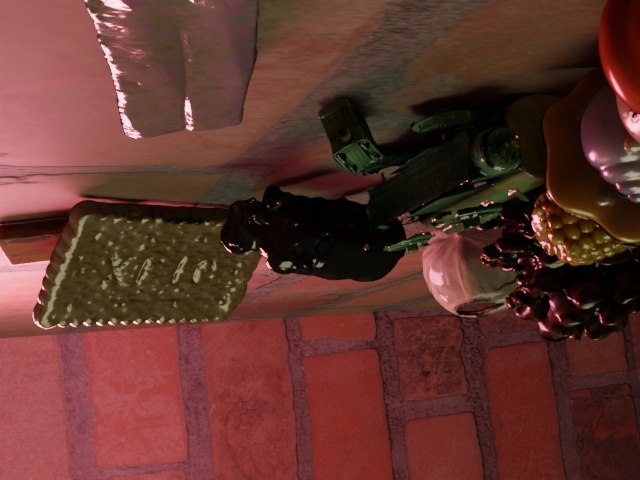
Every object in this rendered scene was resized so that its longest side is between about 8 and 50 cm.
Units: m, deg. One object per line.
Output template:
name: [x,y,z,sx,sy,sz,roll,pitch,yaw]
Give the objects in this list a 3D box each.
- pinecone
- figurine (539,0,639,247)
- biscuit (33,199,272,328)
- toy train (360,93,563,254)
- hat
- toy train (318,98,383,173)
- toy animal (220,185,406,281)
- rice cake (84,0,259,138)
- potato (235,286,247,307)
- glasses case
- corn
pinecone: [0.338,0.008,1.213,0.257,0.243,0.243,46,144,-22]
figurine: [0.292,-0.111,0.720,0.208,0.181,0.257,32,169,3]
biscuit: [-0.226,0.033,1.295,0.325,0.044,0.217,1,131,-40]
toy train: [0.158,-0.060,1.014,0.189,0.126,0.307,-3,170,-19]
hat: [0.279,0.015,1.519,0.232,0.161,0.275,1,-161,31]
toy train: [0.029,-0.100,0.902,0.038,0.056,0.093,-25,166,12]
toy animal: [-0.017,-0.005,1.152,0.168,0.106,0.343,19,-171,26]
rice cake: [-0.097,-0.135,0.634,0.106,0.050,0.298,-4,170,-7]
potato: [-0.214,0.064,1.495,0.155,0.137,0.200,-11,170,31]
glasses case: [-0.352,-0.007,1.273,0.170,0.041,0.064,-6,144,3]
corn: [0.354,-0.070,0.898,0.318,0.115,0.115,-29,173,-6]
